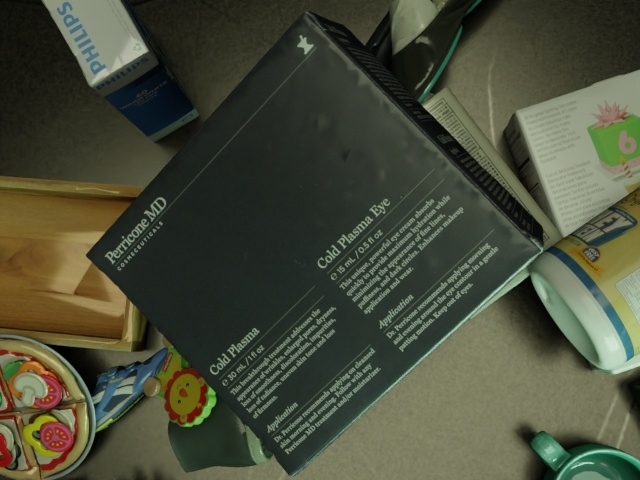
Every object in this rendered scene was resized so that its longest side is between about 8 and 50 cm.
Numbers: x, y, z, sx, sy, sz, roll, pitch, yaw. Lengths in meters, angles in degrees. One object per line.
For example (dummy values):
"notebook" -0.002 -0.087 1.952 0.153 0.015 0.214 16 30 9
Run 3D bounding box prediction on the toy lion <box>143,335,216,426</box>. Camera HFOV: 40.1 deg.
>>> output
"toy lion" -0.159 0.166 1.040 0.096 0.034 0.100 20 89 35

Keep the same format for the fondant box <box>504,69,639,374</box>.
"fondant box" 0.394 -0.033 1.059 0.238 0.096 0.330 -18 83 1

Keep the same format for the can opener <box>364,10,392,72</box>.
"can opener" 0.084 -0.253 1.133 0.059 0.073 0.186 20 80 45

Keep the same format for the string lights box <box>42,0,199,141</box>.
"string lights box" -0.232 -0.216 1.039 0.077 0.259 0.133 -31 83 0

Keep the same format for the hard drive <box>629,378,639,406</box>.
"hard drive" 0.574 0.206 1.034 0.339 0.064 0.237 -26 82 1

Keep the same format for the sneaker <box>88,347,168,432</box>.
"sneaker" -0.244 0.177 1.098 0.144 0.053 0.059 -40 80 -3

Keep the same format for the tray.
"tray" -0.421 0.022 1.119 0.411 0.076 0.202 5 84 5

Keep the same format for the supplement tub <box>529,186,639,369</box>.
"supplement tub" 0.342 0.028 0.934 0.200 0.144 0.144 -34 82 -1

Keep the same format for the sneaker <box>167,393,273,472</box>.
"sneaker" -0.137 0.171 1.077 0.118 0.083 0.222 -13 78 10

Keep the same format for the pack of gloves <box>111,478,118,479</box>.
"pack of gloves" -0.298 0.389 1.010 0.195 0.046 0.232 -10 60 22

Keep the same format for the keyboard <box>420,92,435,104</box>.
"keyboard" 0.087 -0.076 1.125 0.072 0.014 0.256 25 85 6

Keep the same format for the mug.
"mug" 0.320 0.290 1.023 0.129 0.097 0.157 -12 82 3

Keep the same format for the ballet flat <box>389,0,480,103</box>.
"ballet flat" 0.142 -0.286 1.079 0.096 0.095 0.280 38 69 -12

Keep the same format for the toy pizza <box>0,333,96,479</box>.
"toy pizza" -0.373 0.211 1.074 0.201 0.032 0.201 3 107 10

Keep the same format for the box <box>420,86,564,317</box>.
"box" 0.154 -0.040 1.049 0.149 0.127 0.232 -36 88 -3

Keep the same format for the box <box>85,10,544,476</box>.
"box" 0.000 0.000 0.917 0.343 0.179 0.312 -44 86 15
